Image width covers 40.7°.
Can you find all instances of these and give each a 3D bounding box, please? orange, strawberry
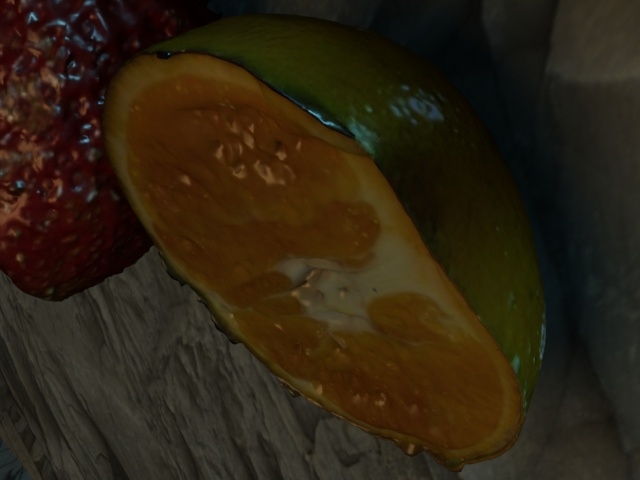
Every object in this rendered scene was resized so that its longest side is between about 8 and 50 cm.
[{"bbox_3d":[0.002,-0.003,0.554,0.274,0.310,0.274,-35,46,46],"label":"orange"},{"bbox_3d":[-0.187,-0.088,0.689,0.257,0.257,0.276,6,79,47],"label":"strawberry"}]
